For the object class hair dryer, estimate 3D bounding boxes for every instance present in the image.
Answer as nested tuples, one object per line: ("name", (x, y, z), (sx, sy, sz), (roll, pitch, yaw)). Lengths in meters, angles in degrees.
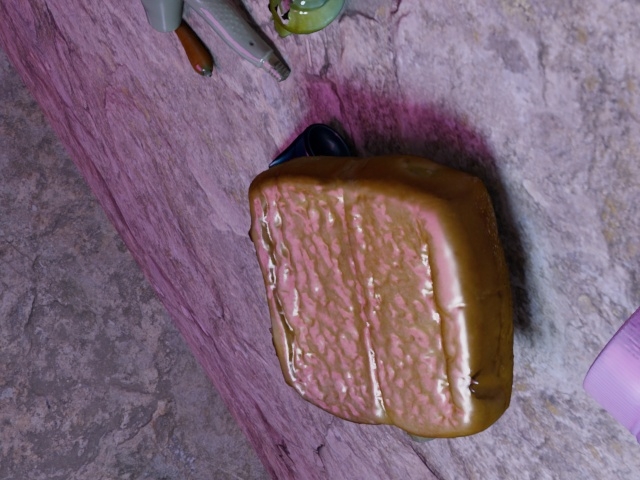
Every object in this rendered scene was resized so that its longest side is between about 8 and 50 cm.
("hair dryer", (-0.190, -0.335, 1.122), (0.298, 0.119, 0.296), (51, 167, -19))

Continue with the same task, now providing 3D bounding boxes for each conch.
("conch", (-0.022, -0.278, 0.858), (0.201, 0.080, 0.094), (-152, 54, -65))

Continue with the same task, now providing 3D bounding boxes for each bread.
("bread", (0.083, 0.056, 0.912), (0.328, 0.148, 0.336), (1, 111, 42))

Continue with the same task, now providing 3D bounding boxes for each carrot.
("carrot", (-0.210, -0.317, 1.249), (0.142, 0.035, 0.035), (58, 159, 17))

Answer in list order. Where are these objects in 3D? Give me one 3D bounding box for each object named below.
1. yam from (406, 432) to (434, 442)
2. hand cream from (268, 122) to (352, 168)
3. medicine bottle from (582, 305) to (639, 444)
("yam", (0.140, 0.196, 1.112), (0.107, 0.107, 0.194), (20, 139, 56))
("hand cream", (-0.017, -0.096, 1.126), (0.120, 0.061, 0.270), (51, 166, -1))
("medicine bottle", (0.337, 0.143, 0.556), (0.254, 0.152, 0.152), (45, 155, 29))
